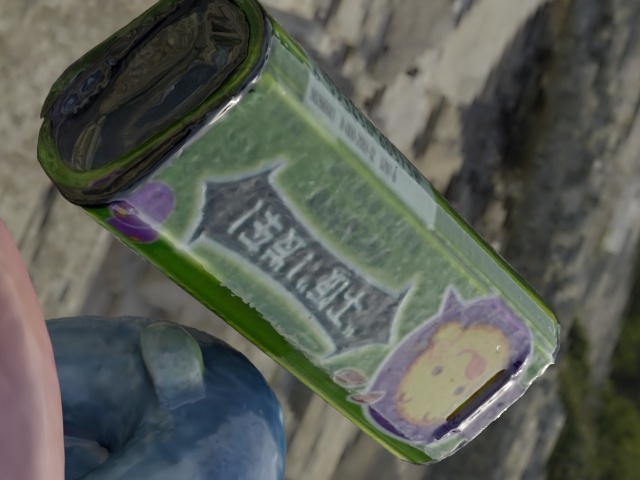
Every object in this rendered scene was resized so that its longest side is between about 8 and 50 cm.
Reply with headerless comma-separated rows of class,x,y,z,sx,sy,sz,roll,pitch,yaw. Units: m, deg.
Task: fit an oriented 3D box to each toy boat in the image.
toy boat,-0.177,0.121,0.986,0.330,0.215,0.123,-10,128,-10

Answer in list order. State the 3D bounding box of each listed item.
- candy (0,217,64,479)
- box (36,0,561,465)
candy,-0.180,0.064,0.525,0.255,0.094,0.255,15,70,-47
box,0.000,0.000,1.024,0.134,0.097,0.345,-42,139,6
